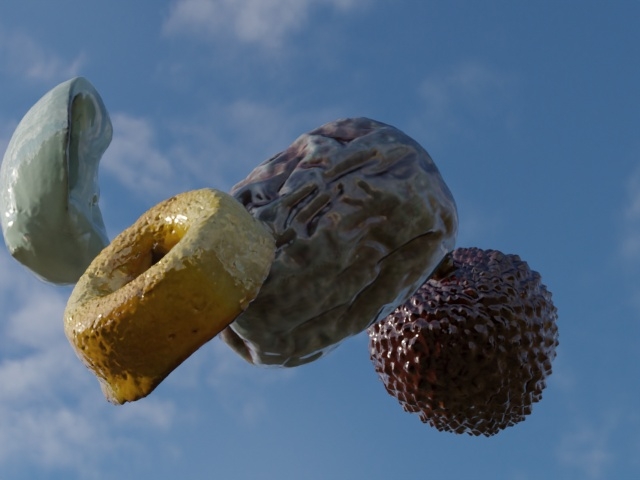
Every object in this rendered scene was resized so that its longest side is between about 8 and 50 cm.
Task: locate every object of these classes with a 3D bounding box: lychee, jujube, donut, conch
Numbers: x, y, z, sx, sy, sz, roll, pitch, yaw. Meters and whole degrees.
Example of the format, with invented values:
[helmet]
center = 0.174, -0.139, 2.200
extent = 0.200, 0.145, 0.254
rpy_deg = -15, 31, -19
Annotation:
[lychee]
center = 0.199, 0.134, 1.709
extent = 0.275, 0.276, 0.304
rpy_deg = -8, -61, 14
[jujube]
center = 0.000, 0.000, 1.357
extent = 0.317, 0.226, 0.226
rpy_deg = -35, -47, -13
[donut]
center = -0.127, 0.034, 0.967
extent = 0.190, 0.174, 0.074
rpy_deg = -33, -66, 26
[conch]
center = -0.272, -0.061, 1.275
extent = 0.121, 0.221, 0.185
rpy_deg = 4, -16, -19
